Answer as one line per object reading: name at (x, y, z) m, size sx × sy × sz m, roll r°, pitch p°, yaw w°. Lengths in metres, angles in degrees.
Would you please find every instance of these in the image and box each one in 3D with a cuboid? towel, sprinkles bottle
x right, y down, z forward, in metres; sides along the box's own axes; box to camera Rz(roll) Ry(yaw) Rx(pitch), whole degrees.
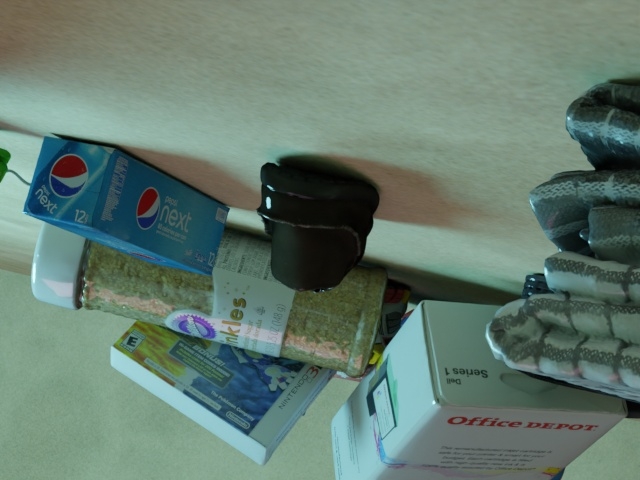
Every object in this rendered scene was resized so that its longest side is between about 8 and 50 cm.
towel at (0.244, 0.025, 0.513) m, size 0.283 × 0.121 × 0.235 m, roll 6°, pitch 171°, yaw 39°
sprinkles bottle at (-0.113, 0.045, 1.330) m, size 0.355 × 0.121 × 0.121 m, roll 14°, pitch 173°, yaw 1°

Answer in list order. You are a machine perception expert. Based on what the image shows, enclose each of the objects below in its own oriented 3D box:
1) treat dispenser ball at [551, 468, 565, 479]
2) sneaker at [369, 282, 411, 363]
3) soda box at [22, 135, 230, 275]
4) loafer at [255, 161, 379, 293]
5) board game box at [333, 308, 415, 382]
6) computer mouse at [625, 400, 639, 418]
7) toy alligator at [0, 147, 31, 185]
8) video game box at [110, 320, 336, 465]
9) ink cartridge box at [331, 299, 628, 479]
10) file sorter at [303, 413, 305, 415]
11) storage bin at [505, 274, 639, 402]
treat dispenser ball at (0.216, 0.283, 1.854) m, size 0.288 × 0.288 × 0.288 m, roll 14°, pitch 173°, yaw 2°
sneaker at (0.054, 0.099, 1.528) m, size 0.088 × 0.093 × 0.225 m, roll 14°, pitch 173°, yaw 5°
soda box at (-0.158, -0.025, 1.085) m, size 0.071 × 0.067 × 0.210 m, roll 12°, pitch 172°, yaw 23°
loafer at (0.000, 0.000, 0.924) m, size 0.080 × 0.078 × 0.220 m, roll 13°, pitch 173°, yaw 12°
board game box at (0.121, 0.130, 1.548) m, size 0.145 × 0.027 × 0.281 m, roll -31°, pitch -171°, yaw -20°
computer mouse at (0.336, 0.147, 1.487) m, size 0.188 × 0.072 × 0.272 m, roll 10°, pitch -176°, yaw 13°
toy alligator at (-0.296, -0.077, 1.046) m, size 0.189 × 0.056 × 0.051 m, roll 17°, pitch -146°, yaw -32°
video game box at (-0.089, 0.115, 1.388) m, size 0.205 × 0.187 × 0.048 m, roll 31°, pitch 143°, yaw 14°
ink cartridge box at (0.151, 0.180, 1.308) m, size 0.201 × 0.117 × 0.278 m, roll 5°, pitch 147°, yaw -18°
file sorter at (-0.067, 0.104, 1.514) m, size 0.118 × 0.170 × 0.104 m, roll 11°, pitch 168°, yaw 27°
storage bin at (0.265, 0.092, 1.105) m, size 0.180 × 0.084 × 0.122 m, roll 11°, pitch 173°, yaw 27°
